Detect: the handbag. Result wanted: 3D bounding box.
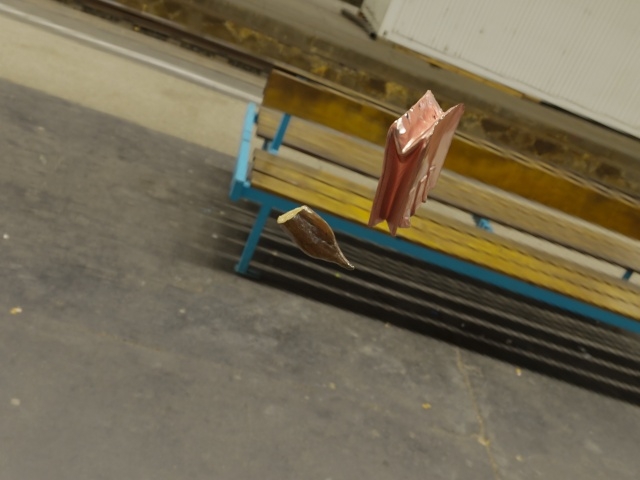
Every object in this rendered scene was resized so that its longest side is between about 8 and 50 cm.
[{"bbox_3d":[0.129,-0.108,0.982,0.059,0.157,0.212,22,29,14],"label":"handbag"}]

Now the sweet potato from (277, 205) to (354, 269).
[{"bbox_3d":[0.000,0.000,0.917,0.117,0.049,0.049,41,21,-13],"label":"sweet potato"}]
